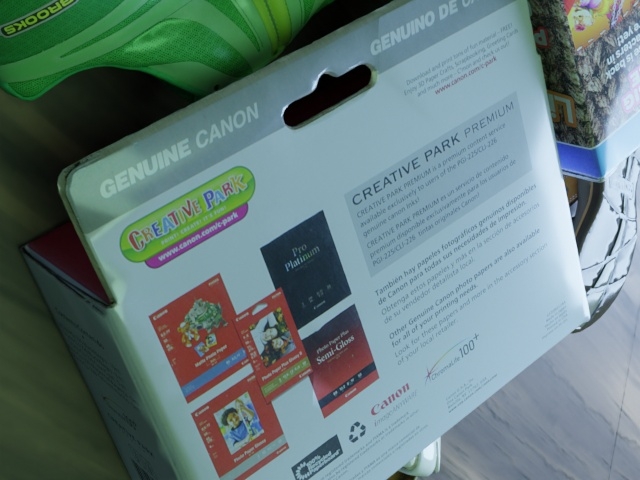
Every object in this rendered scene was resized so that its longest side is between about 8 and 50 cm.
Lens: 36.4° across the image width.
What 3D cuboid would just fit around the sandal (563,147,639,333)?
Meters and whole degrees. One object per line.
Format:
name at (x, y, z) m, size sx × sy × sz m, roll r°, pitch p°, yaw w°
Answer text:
sandal at (0.217, -0.031, 0.801) m, size 0.090 × 0.060 × 0.219 m, roll 18°, pitch 79°, yaw -45°

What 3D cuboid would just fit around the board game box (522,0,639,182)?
board game box at (0.174, -0.230, 0.645) m, size 0.232 × 0.141 × 0.291 m, roll -37°, pitch 123°, yaw -22°

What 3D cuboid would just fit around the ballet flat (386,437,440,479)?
ballet flat at (0.052, 0.181, 0.729) m, size 0.080 × 0.073 × 0.232 m, roll 20°, pitch 92°, yaw -40°

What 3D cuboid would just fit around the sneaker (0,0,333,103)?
sneaker at (-0.055, -0.143, 0.541) m, size 0.295 × 0.109 × 0.124 m, roll -14°, pitch 129°, yaw -31°

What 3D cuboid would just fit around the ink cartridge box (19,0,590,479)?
ink cartridge box at (0.000, 0.000, 0.595) m, size 0.309 × 0.130 × 0.272 m, roll -31°, pitch 120°, yaw -26°
